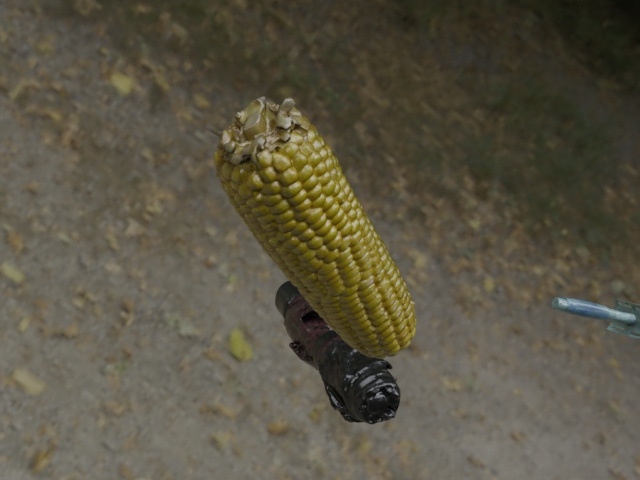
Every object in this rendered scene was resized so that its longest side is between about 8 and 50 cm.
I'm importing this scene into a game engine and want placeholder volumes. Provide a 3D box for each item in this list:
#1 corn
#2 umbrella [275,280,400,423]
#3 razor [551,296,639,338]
[{"bbox_3d":[0.000,0.000,1.273,0.106,0.106,0.305,-96,160,-50],"label":"corn"},{"bbox_3d":[0.017,0.136,1.738,0.094,0.090,0.326,24,12,-27],"label":"umbrella"},{"bbox_3d":[0.320,0.084,1.588,0.135,0.040,0.068,12,1,-34],"label":"razor"}]
